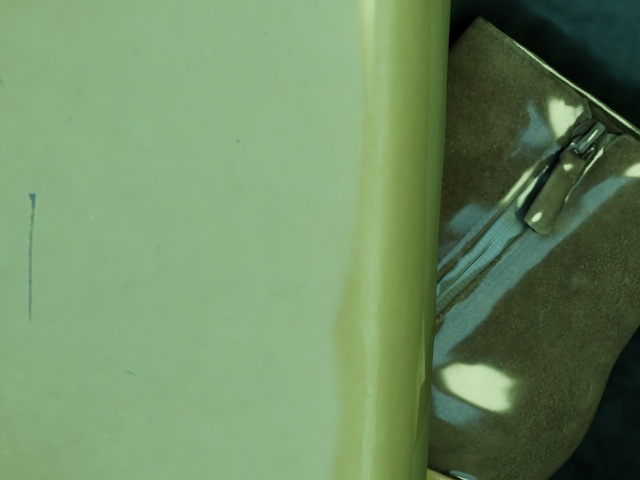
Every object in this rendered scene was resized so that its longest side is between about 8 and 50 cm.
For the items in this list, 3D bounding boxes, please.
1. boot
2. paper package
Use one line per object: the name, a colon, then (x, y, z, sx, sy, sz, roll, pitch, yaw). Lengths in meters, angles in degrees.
boot: (0.000, 0.000, 0.564, 0.248, 0.090, 0.207, 34, 106, -1)
paper package: (-0.120, 0.019, 0.452, 0.310, 0.168, 0.324, 3, 105, 7)
